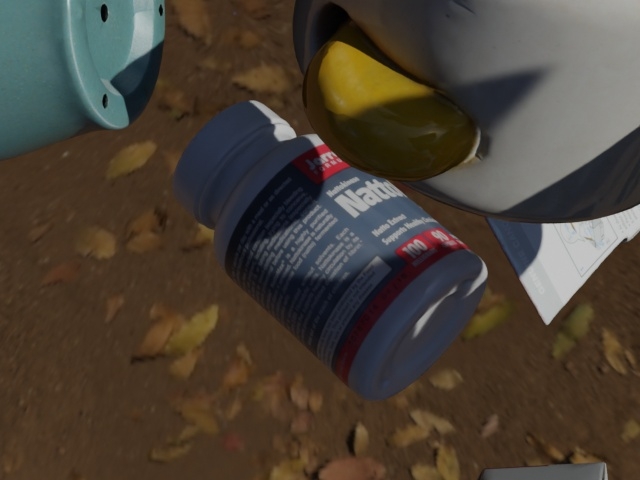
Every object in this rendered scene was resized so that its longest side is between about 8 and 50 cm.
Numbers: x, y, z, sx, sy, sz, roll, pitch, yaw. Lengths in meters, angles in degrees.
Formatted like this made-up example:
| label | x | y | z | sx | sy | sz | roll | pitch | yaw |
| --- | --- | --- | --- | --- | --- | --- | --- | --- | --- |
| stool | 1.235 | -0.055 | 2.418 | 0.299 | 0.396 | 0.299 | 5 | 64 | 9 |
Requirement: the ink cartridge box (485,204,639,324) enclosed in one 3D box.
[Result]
| label | x | y | z | sx | sy | sz | roll | pitch | yaw |
| --- | --- | --- | --- | --- | --- | --- | --- | --- | --- |
| ink cartridge box | 0.151 | -0.111 | 1.069 | 0.239 | 0.060 | 0.275 | -41 | 108 | -33 |

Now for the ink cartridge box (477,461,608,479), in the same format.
| label | x | y | z | sx | sy | sz | roll | pitch | yaw |
| --- | --- | --- | --- | --- | --- | --- | --- | --- | --- |
| ink cartridge box | 0.226 | 0.315 | 1.432 | 0.127 | 0.072 | 0.175 | -5 | 104 | 15 |

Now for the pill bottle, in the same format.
| label | x | y | z | sx | sy | sz | roll | pitch | yaw |
| --- | --- | --- | --- | --- | --- | --- | --- | --- | --- |
| pill bottle | 0.000 | 0.000 | 0.867 | 0.180 | 0.108 | 0.108 | 41 | 95 | 21 |

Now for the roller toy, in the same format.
| label | x | y | z | sx | sy | sz | roll | pitch | yaw |
| --- | --- | --- | --- | --- | --- | --- | --- | --- | --- |
| roller toy | 0.088 | -0.107 | 0.608 | 0.191 | 0.209 | 0.146 | 7 | 137 | -9 |

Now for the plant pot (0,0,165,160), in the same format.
| label | x | y | z | sx | sy | sz | roll | pitch | yaw |
| --- | --- | --- | --- | --- | --- | --- | --- | --- | --- |
| plant pot | -0.272 | -0.179 | 1.167 | 0.255 | 0.271 | 0.272 | 3 | 99 | 16 |
